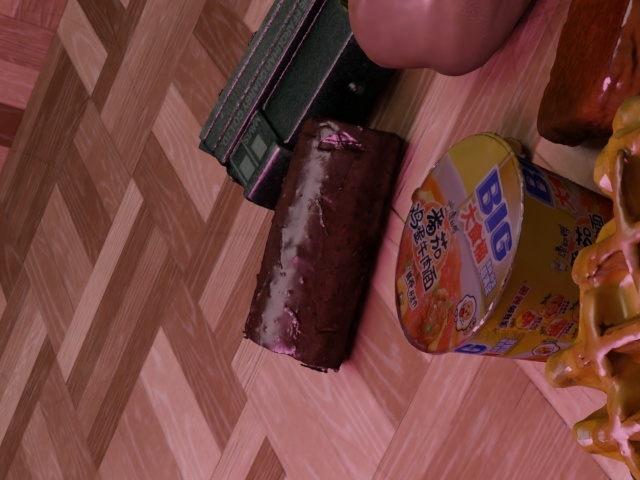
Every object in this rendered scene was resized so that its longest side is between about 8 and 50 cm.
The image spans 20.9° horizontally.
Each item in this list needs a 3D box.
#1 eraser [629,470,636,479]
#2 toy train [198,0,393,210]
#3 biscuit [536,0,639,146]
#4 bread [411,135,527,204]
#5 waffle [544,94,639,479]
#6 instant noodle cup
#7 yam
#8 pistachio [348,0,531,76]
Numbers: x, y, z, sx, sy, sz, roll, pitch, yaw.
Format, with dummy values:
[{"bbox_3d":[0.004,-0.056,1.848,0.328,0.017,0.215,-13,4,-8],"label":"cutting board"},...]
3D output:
[{"bbox_3d":[0.298,0.170,1.331,0.117,0.058,0.172,-58,31,31],"label":"eraser"},{"bbox_3d":[-0.009,-0.179,2.058,0.330,0.138,0.178,-58,40,25],"label":"toy train"},{"bbox_3d":[0.270,-0.216,1.540,0.277,0.052,0.262,139,146,-82],"label":"biscuit"},{"bbox_3d":[0.135,-0.033,1.731,0.083,0.094,0.157,36,117,58],"label":"bread"},{"bbox_3d":[0.311,0.044,1.123,0.382,0.095,0.379,31,117,43],"label":"waffle"},{"bbox_3d":[0.178,0.017,1.547,0.205,0.153,0.205,-35,47,50],"label":"instant noodle cup"},{"bbox_3d":[0.000,0.000,1.937,0.131,0.131,0.279,12,87,64],"label":"yam"},{"bbox_3d":[0.132,-0.316,1.748,0.208,0.226,0.332,49,133,35],"label":"pistachio"}]
